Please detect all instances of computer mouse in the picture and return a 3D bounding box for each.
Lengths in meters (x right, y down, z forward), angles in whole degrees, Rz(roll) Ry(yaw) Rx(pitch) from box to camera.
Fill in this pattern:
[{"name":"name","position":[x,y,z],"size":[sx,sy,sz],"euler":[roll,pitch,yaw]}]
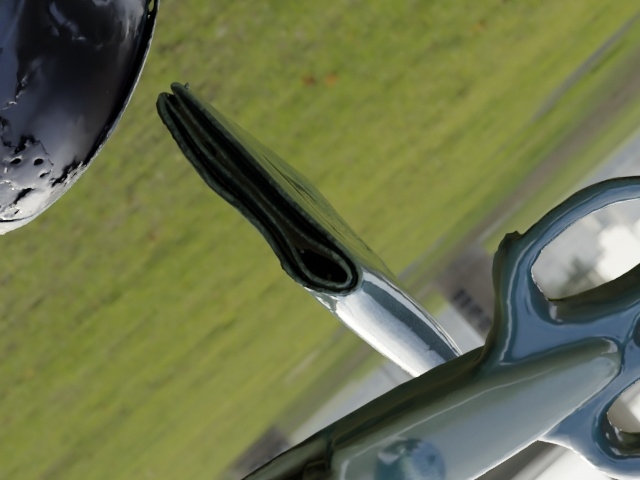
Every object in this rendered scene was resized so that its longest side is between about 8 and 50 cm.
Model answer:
[{"name":"computer mouse","position":[-0.128,-0.118,0.722],"size":[0.096,0.233,0.137],"euler":[0,171,26]}]

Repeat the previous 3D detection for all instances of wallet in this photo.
[{"name":"wallet","position":[-0.001,0.001,1.465],"size":[0.054,0.290,0.251],"euler":[-45,143,4]}]

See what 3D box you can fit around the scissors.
[{"name":"scissors","position":[0.042,0.080,0.680],"size":[0.289,0.138,0.041],"euler":[-28,-151,4]}]
